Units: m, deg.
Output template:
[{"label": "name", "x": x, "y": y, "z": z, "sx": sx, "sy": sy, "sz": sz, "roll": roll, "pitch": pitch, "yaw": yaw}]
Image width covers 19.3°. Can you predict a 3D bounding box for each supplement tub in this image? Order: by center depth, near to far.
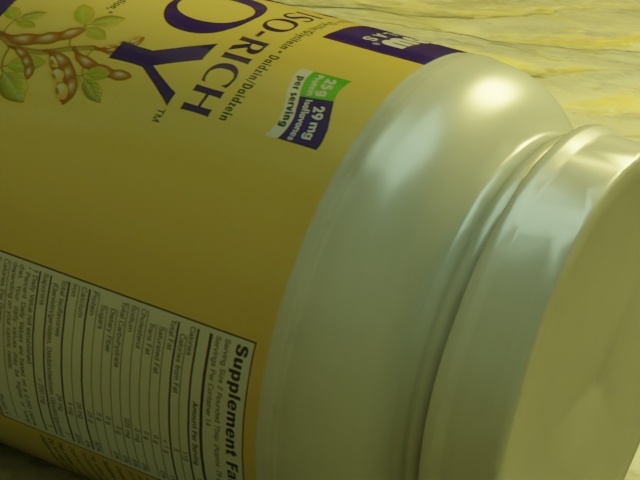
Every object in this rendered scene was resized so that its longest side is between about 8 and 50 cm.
[{"label": "supplement tub", "x": -0.024, "y": 0.013, "z": 0.862, "sx": 0.331, "sy": 0.241, "sz": 0.241, "roll": 18, "pitch": 22, "yaw": 25}]
